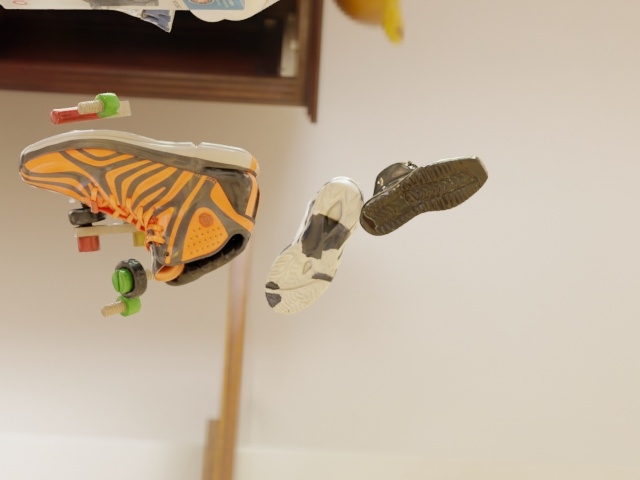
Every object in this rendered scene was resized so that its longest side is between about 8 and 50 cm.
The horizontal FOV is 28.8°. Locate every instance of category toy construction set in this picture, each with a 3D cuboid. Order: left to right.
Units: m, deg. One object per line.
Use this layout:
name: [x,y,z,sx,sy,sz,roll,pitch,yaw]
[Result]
toy construction set: [-0.239,-0.088,1.878,0.257,0.237,0.309,-40,-108,44]

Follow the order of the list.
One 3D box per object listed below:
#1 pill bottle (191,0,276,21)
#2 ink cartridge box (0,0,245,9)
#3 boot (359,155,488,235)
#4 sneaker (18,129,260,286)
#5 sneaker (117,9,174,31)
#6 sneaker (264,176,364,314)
pill bottle: [-0.126,-0.448,2.082,0.246,0.136,0.136,-43,144,-51]
ink cartridge box: [-0.250,-0.354,1.434,0.223,0.307,0.129,48,44,-83]
boot: [0.150,-0.095,1.814,0.077,0.198,0.137,60,23,-22]
sneaker: [-0.242,-0.039,1.636,0.124,0.321,0.180,95,-2,-71]
sneaker: [-0.291,-0.397,1.743,0.315,0.182,0.127,110,-14,-70]
sneaker: [0.000,0.000,1.932,0.153,0.094,0.235,-47,160,-74]
